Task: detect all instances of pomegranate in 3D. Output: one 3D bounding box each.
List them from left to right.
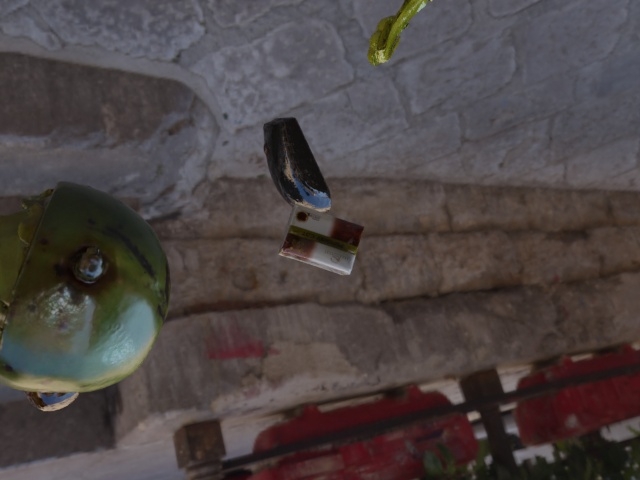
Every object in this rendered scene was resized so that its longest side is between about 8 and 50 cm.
[{"bbox_3d":[-0.320,0.068,0.925,0.261,0.260,0.341,-9,171,-16],"label":"pomegranate"}]

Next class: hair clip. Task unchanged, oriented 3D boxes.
[{"bbox_3d":[0.137,-0.394,1.318,0.173,0.046,0.072,-56,156,-5],"label":"hair clip"}]

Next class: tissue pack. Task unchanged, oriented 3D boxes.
[{"bbox_3d":[0.000,-0.001,1.482,0.149,0.106,0.099,18,173,-6],"label":"tissue pack"}]

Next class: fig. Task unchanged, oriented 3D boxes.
[{"bbox_3d":[-0.628,0.331,1.743,0.202,0.149,0.148,-5,153,-17],"label":"fig"}]

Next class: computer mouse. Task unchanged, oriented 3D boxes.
[{"bbox_3d":[-0.074,-0.177,1.828,0.100,0.269,0.170,-28,-173,-20],"label":"computer mouse"}]
